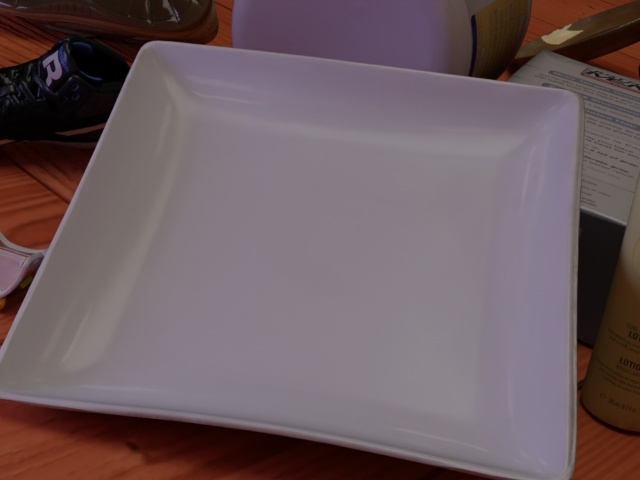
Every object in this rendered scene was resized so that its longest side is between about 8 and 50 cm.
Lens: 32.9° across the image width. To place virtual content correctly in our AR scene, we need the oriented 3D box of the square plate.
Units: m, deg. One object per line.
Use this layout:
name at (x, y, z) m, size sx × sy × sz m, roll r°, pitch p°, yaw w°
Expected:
square plate at (0.000, 0.000, 0.740) m, size 0.347 × 0.049 × 0.344 m, roll 8°, pitch 49°, yaw 7°

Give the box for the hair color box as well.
hair color box at (0.225, -0.059, 0.987) m, size 0.185 × 0.114 × 0.374 m, roll 21°, pitch 30°, yaw 18°

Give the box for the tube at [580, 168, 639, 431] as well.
tube at (0.231, 0.013, 0.717) m, size 0.070 × 0.240 × 0.062 m, roll 4°, pitch 26°, yaw -17°

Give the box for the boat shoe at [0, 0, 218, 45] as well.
boat shoe at (-0.283, -0.287, 1.238) m, size 0.341 × 0.122 × 0.110 m, roll 19°, pitch -9°, yaw 7°

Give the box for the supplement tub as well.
supplement tub at (0.081, -0.235, 1.122) m, size 0.241 × 0.241 × 0.331 m, roll 21°, pitch 28°, yaw 17°

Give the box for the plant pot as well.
plant pot at (0.359, -0.266, 1.404) m, size 0.236 × 0.032 × 0.236 m, roll -21°, pitch 13°, yaw 5°

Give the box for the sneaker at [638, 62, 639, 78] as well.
sneaker at (0.505, -0.223, 1.407) m, size 0.178 × 0.124 × 0.295 m, roll 24°, pitch 30°, yaw 2°

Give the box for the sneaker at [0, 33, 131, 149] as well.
sneaker at (-0.253, -0.128, 0.901) m, size 0.216 × 0.121 × 0.079 m, roll -8°, pitch 72°, yaw -34°

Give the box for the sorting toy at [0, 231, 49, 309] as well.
sorting toy at (-0.226, 0.011, 0.760) m, size 0.083 × 0.045 × 0.075 m, roll 17°, pitch 21°, yaw 11°
